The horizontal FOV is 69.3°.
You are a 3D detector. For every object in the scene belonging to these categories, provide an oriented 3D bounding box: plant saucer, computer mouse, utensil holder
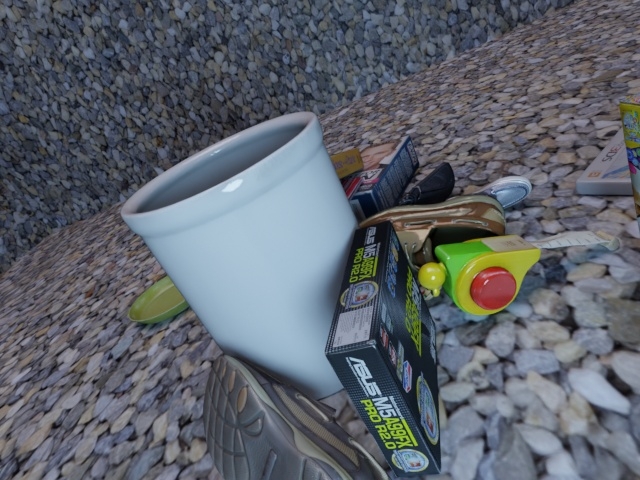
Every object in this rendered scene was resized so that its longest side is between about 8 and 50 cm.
[{"bbox_3d":[-0.414,0.155,1.287,0.241,0.037,0.241,-22,24,10],"label":"plant saucer"},{"bbox_3d":[0.232,-0.088,1.073,0.272,0.072,0.188,-39,-7,-35],"label":"computer mouse"},{"bbox_3d":[-0.079,0.032,0.783,0.328,0.385,0.327,-22,24,10],"label":"utensil holder"}]

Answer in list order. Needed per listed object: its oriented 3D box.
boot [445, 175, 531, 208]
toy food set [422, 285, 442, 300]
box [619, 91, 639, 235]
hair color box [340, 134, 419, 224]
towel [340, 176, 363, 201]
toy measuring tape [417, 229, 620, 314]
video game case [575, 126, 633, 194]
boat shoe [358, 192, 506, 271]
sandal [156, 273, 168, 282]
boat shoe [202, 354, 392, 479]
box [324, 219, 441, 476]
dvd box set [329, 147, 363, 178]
[{"bbox_3d":[0.345,-0.066,0.965,0.190,0.069,0.086,-22,30,29],"label":"boot"},{"bbox_3d":[0.203,0.074,0.818,0.083,0.020,0.082,-47,-8,-26],"label":"toy food set"},{"bbox_3d":[0.549,-0.081,0.520,0.290,0.279,0.177,-25,24,3],"label":"box"},{"bbox_3d":[0.142,-0.165,1.302,0.174,0.105,0.347,-8,29,33],"label":"hair color box"},{"bbox_3d":[-0.043,-0.085,1.158,0.275,0.031,0.198,-9,28,28],"label":"towel"},{"bbox_3d":[0.313,0.053,0.743,0.331,0.121,0.121,-6,22,-10],"label":"toy measuring tape"},{"bbox_3d":[0.701,-0.172,0.849,0.300,0.036,0.329,-40,28,-27],"label":"video game case"},{"bbox_3d":[0.196,-0.001,0.905,0.324,0.122,0.119,-17,30,19],"label":"boat shoe"},{"bbox_3d":[-0.442,0.078,1.454,0.180,0.049,0.072,-40,28,-28],"label":"sandal"},{"bbox_3d":[-0.041,0.265,0.599,0.355,0.130,0.132,29,100,50],"label":"boat shoe"},{"bbox_3d":[0.097,0.128,0.623,0.060,0.216,0.270,-18,25,22],"label":"box"},{"bbox_3d":[-0.094,-0.140,1.127,0.308,0.062,0.420,-13,10,24],"label":"dvd box set"}]
